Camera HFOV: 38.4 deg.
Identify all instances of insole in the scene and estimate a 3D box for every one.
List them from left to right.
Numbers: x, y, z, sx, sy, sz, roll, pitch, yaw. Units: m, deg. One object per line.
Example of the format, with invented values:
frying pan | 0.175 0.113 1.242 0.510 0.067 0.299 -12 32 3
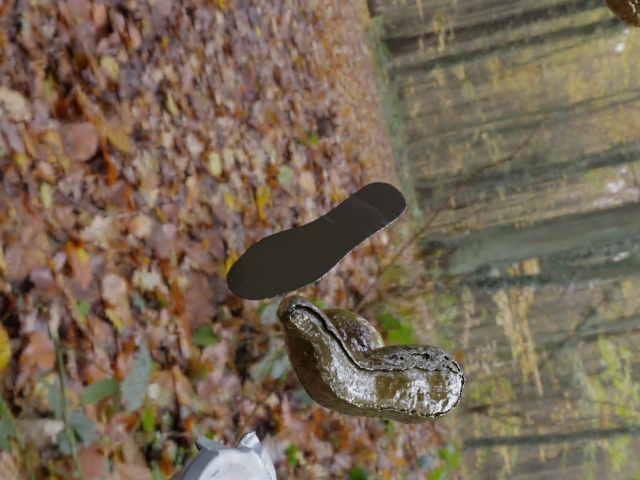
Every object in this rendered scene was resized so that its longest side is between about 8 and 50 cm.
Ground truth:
insole | 0.000 0.000 1.487 0.119 0.348 0.009 44 -29 26

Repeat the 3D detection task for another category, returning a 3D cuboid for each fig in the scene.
fig | 0.032 0.173 1.463 0.153 0.121 0.136 23 42 -26

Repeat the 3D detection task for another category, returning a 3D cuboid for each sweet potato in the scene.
sweet potato | 0.039 0.112 0.789 0.233 0.062 0.081 24 78 -40

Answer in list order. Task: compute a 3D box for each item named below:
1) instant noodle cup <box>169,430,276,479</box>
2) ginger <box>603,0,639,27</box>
instant noodle cup | -0.132 0.260 0.550 0.302 0.181 0.258 -77 158 -59
ginger | 0.442 -0.429 1.283 0.236 0.166 0.375 58 28 4
